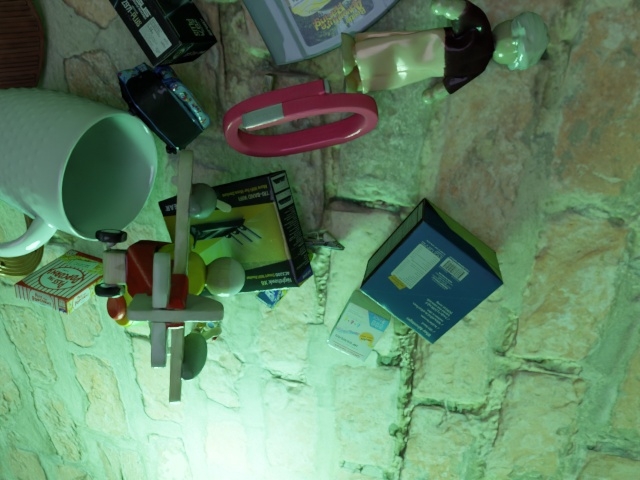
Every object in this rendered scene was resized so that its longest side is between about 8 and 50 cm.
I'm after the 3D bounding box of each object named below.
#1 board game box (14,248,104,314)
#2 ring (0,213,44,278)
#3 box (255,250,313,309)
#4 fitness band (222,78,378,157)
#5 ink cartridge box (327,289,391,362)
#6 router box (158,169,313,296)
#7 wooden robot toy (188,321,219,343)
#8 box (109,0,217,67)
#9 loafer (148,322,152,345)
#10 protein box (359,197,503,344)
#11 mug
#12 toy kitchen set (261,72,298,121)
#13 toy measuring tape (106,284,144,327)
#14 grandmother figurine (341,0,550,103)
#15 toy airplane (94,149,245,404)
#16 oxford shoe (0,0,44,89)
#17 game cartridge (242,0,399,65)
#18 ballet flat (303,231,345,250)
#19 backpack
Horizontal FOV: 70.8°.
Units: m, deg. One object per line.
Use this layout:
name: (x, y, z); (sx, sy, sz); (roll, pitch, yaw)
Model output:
board game box: (-0.645, 0.102, 1.160); (0.146, 0.193, 0.045); (15, 118, 7)
ring: (-0.759, -0.069, 1.037); (0.032, 0.337, 0.337); (-20, 110, -2)
box: (-0.088, 0.087, 1.082); (0.059, 0.054, 0.169); (36, 118, -3)
fitness band: (-0.038, -0.218, 0.837); (0.290, 0.209, 0.055); (-9, 84, 12)
ink cartridge box: (0.087, 0.222, 1.095); (0.104, 0.062, 0.181); (26, 119, 2)
router box: (-0.192, -0.006, 1.014); (0.308, 0.081, 0.243); (-9, 105, 27)
wooden robot toy: (-0.317, 0.247, 1.206); (0.076, 0.079, 0.173); (27, 119, 2)
box: (-0.300, -0.429, 0.840); (0.077, 0.147, 0.180); (-26, 105, 24)
loafer: (-0.460, 0.244, 1.272); (0.045, 0.039, 0.125); (26, 117, 38)
protein box: (0.226, 0.064, 0.939); (0.199, 0.136, 0.201); (37, 118, -4)
mug: (-0.589, -0.140, 0.943); (0.327, 0.374, 0.276); (20, 161, 13)
toy kitchen set: (-0.080, -0.281, 0.896); (0.083, 0.068, 0.075); (17, 118, 6)
toy measuring tape: (-0.451, 0.170, 1.156); (0.329, 0.121, 0.122); (-2, 116, 37)
grandmother figurine: (0.210, -0.325, 0.768); (0.341, 0.208, 0.104); (-4, 72, 8)
toy airplane: (-0.263, 0.079, 0.875); (0.386, 0.272, 0.385); (-49, 53, 43)
oxford shoe: (-0.689, -0.504, 0.943); (0.146, 0.140, 0.397); (35, 129, 33)
game cartridge: (0.008, -0.449, 0.803); (0.294, 0.060, 0.196); (-23, 111, 23)
ballet flat: (0.000, 0.000, 1.027); (0.114, 0.041, 0.041); (5, 116, 12)
backpack: (-0.327, -0.287, 0.919); (0.116, 0.173, 0.158); (-39, 147, -2)
